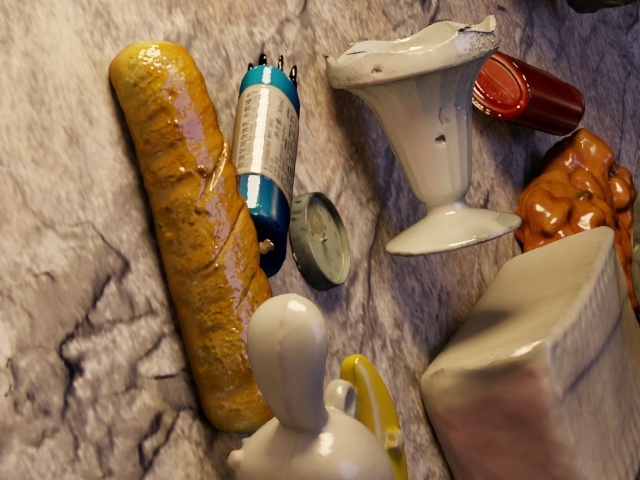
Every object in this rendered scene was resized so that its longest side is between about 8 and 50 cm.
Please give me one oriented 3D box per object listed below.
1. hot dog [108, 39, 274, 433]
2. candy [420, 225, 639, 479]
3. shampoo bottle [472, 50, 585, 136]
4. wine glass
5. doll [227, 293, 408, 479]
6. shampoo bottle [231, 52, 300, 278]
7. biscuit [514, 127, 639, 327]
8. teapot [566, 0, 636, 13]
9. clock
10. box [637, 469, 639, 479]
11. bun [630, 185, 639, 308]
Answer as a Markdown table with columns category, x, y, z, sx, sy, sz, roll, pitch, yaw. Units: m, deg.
| category | x | y | z | sx | sy | sz | roll | pitch | yaw |
| --- | --- | --- | --- | --- | --- | --- | --- | --- | --- |
| hot dog | -0.083 | -0.004 | 1.197 | 0.088 | 0.061 | 0.285 | -26 | 98 | -54 |
| candy | 0.228 | 0.140 | 1.676 | 0.359 | 0.145 | 0.208 | -45 | 118 | -62 |
| shampoo bottle | 0.241 | -0.167 | 1.959 | 0.102 | 0.064 | 0.260 | 43 | 16 | 20 |
| wine glass | 0.103 | -0.095 | 1.532 | 0.165 | 0.165 | 0.196 | -35 | 111 | -65 |
| doll | -0.004 | 0.181 | 1.175 | 0.252 | 0.111 | 0.237 | 40 | 61 | -59 |
| shampoo bottle | -0.044 | -0.066 | 1.313 | 0.087 | 0.050 | 0.183 | 80 | 12 | -52 |
| biscuit | 0.329 | 0.048 | 1.991 | 0.318 | 0.111 | 0.312 | 67 | 26 | -16 |
| teapot | 0.347 | -0.436 | 2.179 | 0.337 | 0.200 | 0.270 | 3 | 104 | -67 |
| clock | 0.000 | 0.000 | 1.418 | 0.085 | 0.017 | 0.085 | 43 | 39 | -50 |
| box | 0.421 | 0.263 | 2.144 | 0.152 | 0.048 | 0.100 | 66 | 28 | -25 |
| bun | 0.437 | 0.054 | 1.822 | 0.354 | 0.194 | 0.354 | -16 | 90 | -81 |
